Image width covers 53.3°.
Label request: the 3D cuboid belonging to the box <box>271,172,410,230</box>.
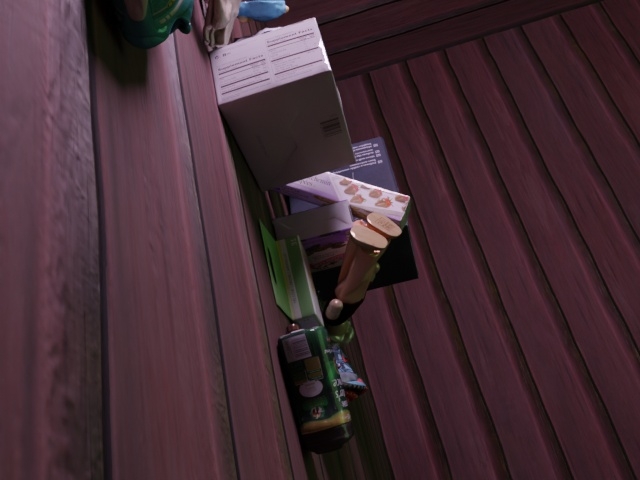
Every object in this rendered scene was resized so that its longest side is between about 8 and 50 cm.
[{"bbox_3d":[0.037,-0.103,1.399,0.067,0.324,0.063,70,42,-66],"label":"box"}]

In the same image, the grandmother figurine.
[{"bbox_3d":[0.062,0.101,1.339,0.104,0.208,0.342,40,-51,23],"label":"grandmother figurine"}]

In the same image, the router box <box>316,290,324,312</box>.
[{"bbox_3d":[-0.005,0.187,1.501,0.092,0.038,0.122,-67,140,-85],"label":"router box"}]

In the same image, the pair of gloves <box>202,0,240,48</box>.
[{"bbox_3d":[-0.162,-0.448,1.152,0.240,0.042,0.204,-91,-165,-76],"label":"pair of gloves"}]

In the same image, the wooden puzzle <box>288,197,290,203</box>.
[{"bbox_3d":[-0.080,-0.108,1.874,0.078,0.014,0.116,-100,173,-60],"label":"wooden puzzle"}]

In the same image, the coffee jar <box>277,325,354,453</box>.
[{"bbox_3d":[-0.005,0.228,0.975,0.096,0.079,0.184,55,20,-78],"label":"coffee jar"}]

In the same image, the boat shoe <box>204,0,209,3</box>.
[{"bbox_3d":[-0.226,-0.541,1.234,0.063,0.066,0.184,21,58,-50],"label":"boat shoe"}]

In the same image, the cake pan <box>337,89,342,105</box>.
[{"bbox_3d":[-0.044,-0.293,1.500,0.293,0.054,0.293,25,-58,49],"label":"cake pan"}]

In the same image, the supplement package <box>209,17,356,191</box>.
[{"bbox_3d":[-0.064,-0.247,1.206,0.261,0.204,0.145,67,7,-58],"label":"supplement package"}]

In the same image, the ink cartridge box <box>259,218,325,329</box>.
[{"bbox_3d":[-0.051,0.070,1.213,0.235,0.056,0.171,71,5,-67],"label":"ink cartridge box"}]

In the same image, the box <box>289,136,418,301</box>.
[{"bbox_3d":[0.080,-0.064,1.762,0.395,0.294,0.212,-97,171,-48],"label":"box"}]

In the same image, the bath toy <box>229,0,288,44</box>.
[{"bbox_3d":[-0.125,-0.355,1.432,0.151,0.129,0.348,-4,-80,55],"label":"bath toy"}]

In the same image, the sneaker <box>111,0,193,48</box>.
[{"bbox_3d":[-0.176,-0.278,0.691,0.275,0.107,0.109,-90,-177,-62],"label":"sneaker"}]

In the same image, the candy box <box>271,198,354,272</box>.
[{"bbox_3d":[0.000,0.000,1.394,0.196,0.165,0.070,65,11,-66],"label":"candy box"}]

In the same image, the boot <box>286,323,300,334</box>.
[{"bbox_3d":[-0.024,0.212,1.093,0.106,0.037,0.114,49,18,-49],"label":"boot"}]

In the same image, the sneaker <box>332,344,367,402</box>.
[{"bbox_3d":[0.014,0.259,1.223,0.125,0.104,0.262,57,-4,10],"label":"sneaker"}]
